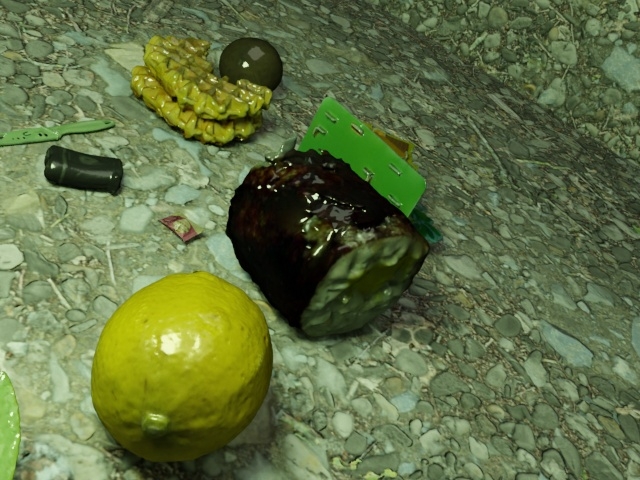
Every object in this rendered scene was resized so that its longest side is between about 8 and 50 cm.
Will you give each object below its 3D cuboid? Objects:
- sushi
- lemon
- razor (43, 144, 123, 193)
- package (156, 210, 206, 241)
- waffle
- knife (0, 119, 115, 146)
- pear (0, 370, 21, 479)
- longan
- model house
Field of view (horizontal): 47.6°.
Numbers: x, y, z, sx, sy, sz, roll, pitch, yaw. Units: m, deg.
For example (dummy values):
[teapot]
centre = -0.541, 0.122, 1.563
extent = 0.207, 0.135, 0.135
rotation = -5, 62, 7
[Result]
[sushi]
centre = -0.002, 0.000, 1.351
extent = 0.299, 0.281, 0.294
rotation = 7, 36, -50
[lemon]
centre = -0.189, 0.170, 1.027
extent = 0.245, 0.245, 0.320
rotation = 24, 24, -4
[razor]
centre = -0.460, -0.139, 1.416
extent = 0.148, 0.054, 0.090
rotation = 10, 38, -26
[package]
centre = -0.273, -0.031, 1.426
extent = 0.083, 0.029, 0.059
rotation = 32, 40, 26
[waffle]
centre = -0.289, -0.364, 1.751
extent = 0.324, 0.151, 0.261
rotation = 38, 40, 22
[knife]
centre = -0.547, -0.224, 1.503
extent = 0.293, 0.020, 0.043
rotation = -19, 57, -46
[pear]
centre = -0.476, 0.287, 0.783
extent = 0.288, 0.139, 0.239
rotation = -3, 59, -43
[longan]
centre = -0.185, -0.465, 1.955
extent = 0.167, 0.167, 0.187
rotation = 39, 14, 16
[model house]
centre = 0.164, -0.152, 1.707
extent = 0.313, 0.242, 0.358
rotation = -13, 49, -48
